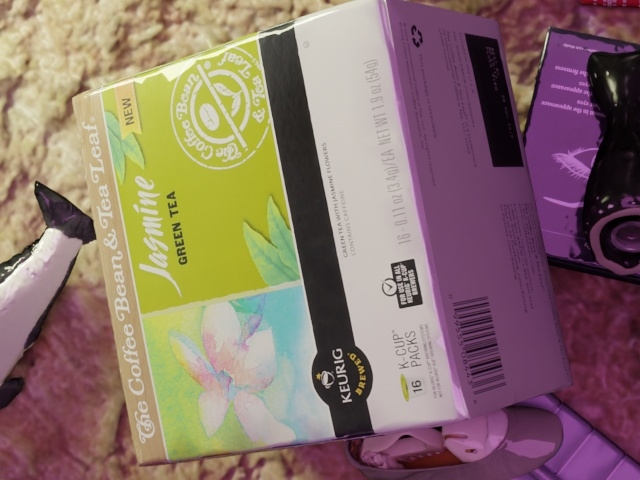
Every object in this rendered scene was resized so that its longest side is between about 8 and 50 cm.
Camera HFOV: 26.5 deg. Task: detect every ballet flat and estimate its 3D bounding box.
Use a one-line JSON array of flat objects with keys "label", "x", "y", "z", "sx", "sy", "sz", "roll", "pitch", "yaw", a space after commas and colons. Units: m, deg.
[{"label": "ballet flat", "x": 0.111, "y": 0.181, "z": 1.216, "sx": 0.213, "sy": 0.068, "sz": 0.072, "roll": -15, "pitch": 51, "yaw": 36}]

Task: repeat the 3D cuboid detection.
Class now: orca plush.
[{"label": "orca plush", "x": -0.342, "y": 0.066, "z": 1.313, "sx": 0.102, "sy": 0.151, "sz": 0.287, "roll": 33, "pitch": 96, "yaw": 39}]

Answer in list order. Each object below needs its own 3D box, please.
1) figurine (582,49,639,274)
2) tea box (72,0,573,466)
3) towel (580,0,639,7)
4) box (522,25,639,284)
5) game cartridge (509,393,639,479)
[{"label": "figurine", "x": 0.317, "y": -0.091, "z": 1.087, "sx": 0.214, "sy": 0.092, "sz": 0.209, "roll": -7, "pitch": 51, "yaw": 18}, {"label": "tea box", "x": 0.000, "y": 0.000, "z": 1.159, "sx": 0.323, "sy": 0.220, "sz": 0.329, "roll": -14, "pitch": 85, "yaw": 32}, {"label": "towel", "x": 0.385, "y": -0.312, "z": 1.264, "sx": 0.274, "sy": 0.031, "sz": 0.199, "roll": 3, "pitch": 90, "yaw": 10}, {"label": "box", "x": 0.256, "y": -0.072, "z": 1.231, "sx": 0.153, "sy": 0.108, "sz": 0.207, "roll": 14, "pitch": 90, "yaw": 9}, {"label": "game cartridge", "x": 0.172, "y": 0.333, "z": 1.251, "sx": 0.230, "sy": 0.068, "sz": 0.355, "roll": 39, "pitch": 93, "yaw": 12}]
